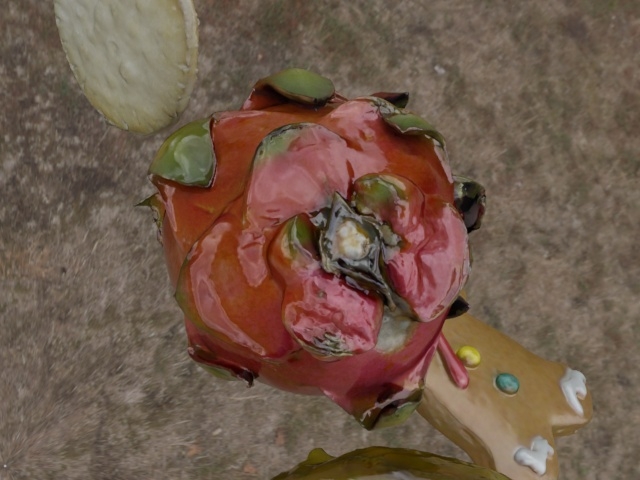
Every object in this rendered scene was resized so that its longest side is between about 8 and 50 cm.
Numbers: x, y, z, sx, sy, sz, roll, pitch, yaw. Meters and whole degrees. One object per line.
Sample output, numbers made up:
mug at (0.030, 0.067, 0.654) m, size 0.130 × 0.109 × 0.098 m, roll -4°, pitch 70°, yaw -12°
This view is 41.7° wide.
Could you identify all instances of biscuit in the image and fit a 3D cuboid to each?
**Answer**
biscuit at (0.099, 0.097, 0.794) m, size 0.339 × 0.047 × 0.216 m, roll 38°, pitch 42°, yaw 10°
biscuit at (-0.130, -0.140, 0.545) m, size 0.020 × 0.152 × 0.152 m, roll -27°, pitch 86°, yaw -41°

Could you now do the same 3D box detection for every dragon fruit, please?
dragon fruit at (-0.001, -0.001, 0.550) m, size 0.224 × 0.227 × 0.224 m, roll -10°, pitch 106°, yaw -37°

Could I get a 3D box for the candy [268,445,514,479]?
candy at (0.033, 0.230, 0.401) m, size 0.118 × 0.259 × 0.260 m, roll 29°, pitch 59°, yaw -58°
